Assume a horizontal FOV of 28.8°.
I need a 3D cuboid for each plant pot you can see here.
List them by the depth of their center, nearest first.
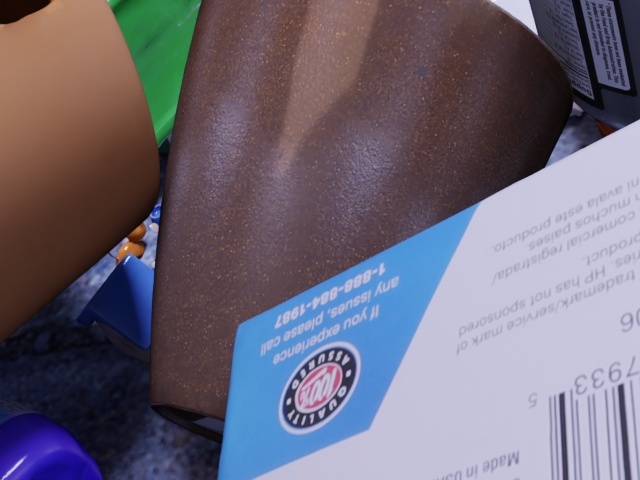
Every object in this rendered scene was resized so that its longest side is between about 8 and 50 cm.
[{"bbox_3d":[-0.219,-0.059,0.640,0.203,0.291,0.291,-29,43,-24],"label":"plant pot"},{"bbox_3d":[0.000,0.000,0.669,0.215,0.215,0.230,10,72,31],"label":"plant pot"}]

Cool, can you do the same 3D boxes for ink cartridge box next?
[{"bbox_3d":[0.099,0.177,0.396,0.285,0.166,0.395,-28,42,37],"label":"ink cartridge box"}]

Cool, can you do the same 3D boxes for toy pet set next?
[{"bbox_3d":[-0.102,0.014,0.777,0.122,0.065,0.114,17,60,35],"label":"toy pet set"}]

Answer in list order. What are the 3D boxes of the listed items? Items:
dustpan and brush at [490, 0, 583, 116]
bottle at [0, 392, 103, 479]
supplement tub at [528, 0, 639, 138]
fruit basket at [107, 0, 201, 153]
[{"bbox_3d":[0.053,-0.115,0.822,0.211,0.060,0.147,-18,46,9],"label":"dustpan and brush"},{"bbox_3d":[-0.257,0.122,0.733,0.283,0.092,0.118,18,62,35],"label":"bottle"},{"bbox_3d":[0.191,-0.184,0.641,0.193,0.316,0.193,-13,48,14],"label":"supplement tub"},{"bbox_3d":[-0.191,-0.178,0.956,0.353,0.165,0.327,9,54,50],"label":"fruit basket"}]
